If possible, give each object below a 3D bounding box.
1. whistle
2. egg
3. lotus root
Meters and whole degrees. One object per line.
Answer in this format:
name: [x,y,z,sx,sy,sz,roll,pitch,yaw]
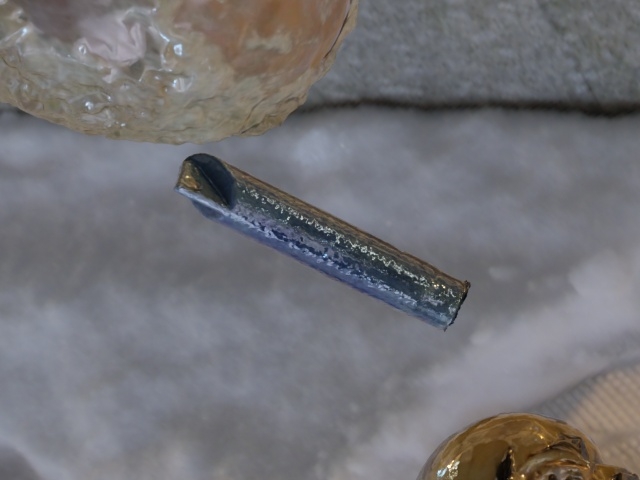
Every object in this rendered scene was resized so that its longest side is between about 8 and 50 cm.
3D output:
whistle: [0.000,0.000,1.343,0.062,0.304,0.062,-60,12,21]
egg: [-0.116,-0.196,0.973,0.310,0.279,0.279,1,58,-8]
lotus root: [0.150,0.251,1.100,0.182,0.310,0.183,1,60,-2]
